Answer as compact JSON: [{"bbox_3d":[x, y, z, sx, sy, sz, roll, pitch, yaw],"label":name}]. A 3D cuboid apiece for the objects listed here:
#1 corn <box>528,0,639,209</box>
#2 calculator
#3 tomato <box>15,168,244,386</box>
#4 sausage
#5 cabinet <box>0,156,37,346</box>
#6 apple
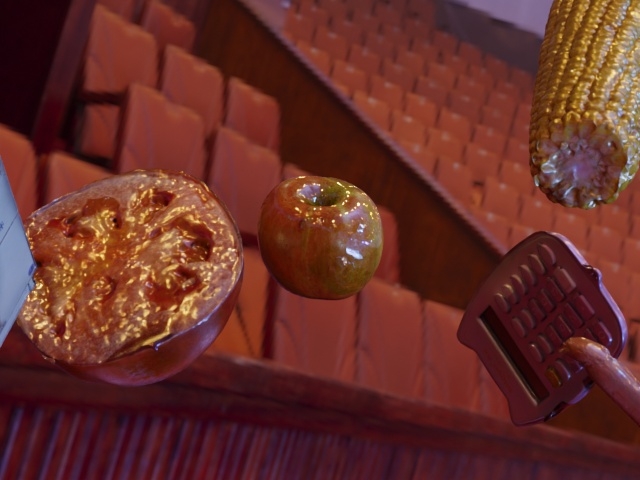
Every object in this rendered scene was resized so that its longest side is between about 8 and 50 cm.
[{"bbox_3d":[0.312,-0.188,1.412,0.144,0.387,0.144,8,-49,10],"label":"corn"},{"bbox_3d":[0.276,0.107,1.558,0.043,0.194,0.294,-21,-21,-30],"label":"calculator"},{"bbox_3d":[-0.244,0.065,1.657,0.338,0.338,0.143,15,-35,22],"label":"tomato"},{"bbox_3d":[0.305,0.151,1.259,0.158,0.042,0.036,42,27,0],"label":"sausage"},{"bbox_3d":[-0.278,0.008,0.765,0.150,0.145,0.206,11,-38,11],"label":"cabinet"},{"bbox_3d":[0.000,0.000,1.930,0.196,0.196,0.196,16,-3,1],"label":"apple"}]
